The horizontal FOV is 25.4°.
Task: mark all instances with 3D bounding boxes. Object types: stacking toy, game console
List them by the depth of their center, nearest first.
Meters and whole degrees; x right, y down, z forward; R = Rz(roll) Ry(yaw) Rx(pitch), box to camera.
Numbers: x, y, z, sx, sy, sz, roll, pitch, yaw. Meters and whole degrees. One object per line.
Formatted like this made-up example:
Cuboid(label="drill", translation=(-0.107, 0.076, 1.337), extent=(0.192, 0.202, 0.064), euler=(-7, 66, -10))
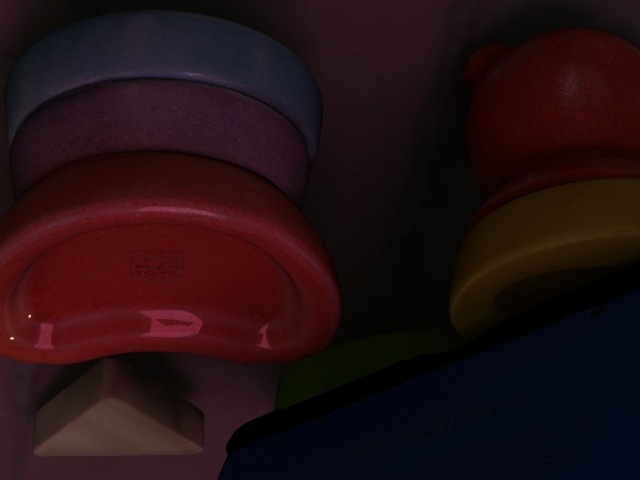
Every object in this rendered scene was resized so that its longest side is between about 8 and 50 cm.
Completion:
Cuboid(label="game console", translation=(0.100, 0.122, 0.584), extent=(0.293, 0.250, 0.173), euler=(-28, 116, 37))
Cuboid(label="stacking toy", translation=(0.000, 0.000, 0.652), extent=(0.308, 0.130, 0.279), euler=(5, 151, -14))
